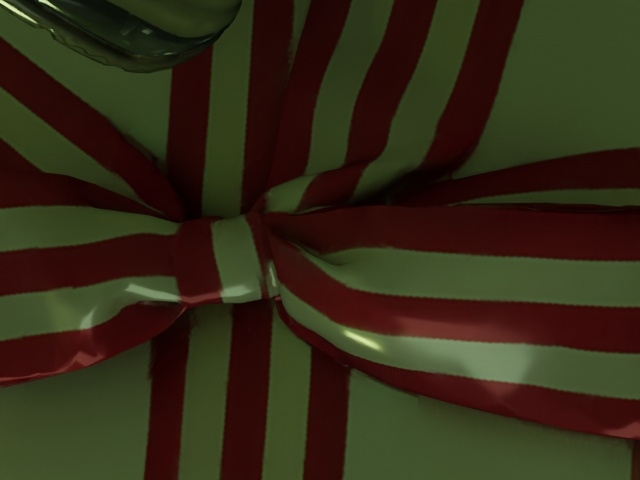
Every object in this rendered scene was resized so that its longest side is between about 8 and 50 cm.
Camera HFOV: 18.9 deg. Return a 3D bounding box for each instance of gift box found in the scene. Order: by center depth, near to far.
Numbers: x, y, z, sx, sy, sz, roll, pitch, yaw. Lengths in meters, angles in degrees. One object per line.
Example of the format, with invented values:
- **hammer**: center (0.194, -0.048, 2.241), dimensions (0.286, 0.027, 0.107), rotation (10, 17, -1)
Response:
- **gift box**: center (0.000, 0.000, 0.600), dimensions (0.255, 0.276, 0.258), rotation (-4, 172, 18)

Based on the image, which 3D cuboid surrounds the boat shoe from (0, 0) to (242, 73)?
- **boat shoe**: center (-0.105, -0.161, 0.386), dimensions (0.120, 0.122, 0.324), rotation (-42, 135, 17)
